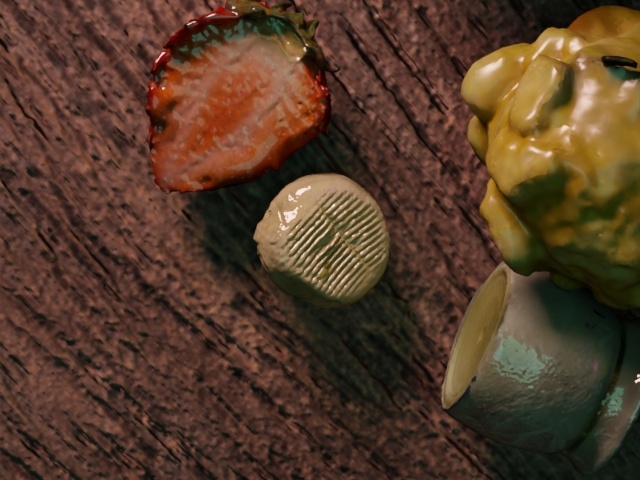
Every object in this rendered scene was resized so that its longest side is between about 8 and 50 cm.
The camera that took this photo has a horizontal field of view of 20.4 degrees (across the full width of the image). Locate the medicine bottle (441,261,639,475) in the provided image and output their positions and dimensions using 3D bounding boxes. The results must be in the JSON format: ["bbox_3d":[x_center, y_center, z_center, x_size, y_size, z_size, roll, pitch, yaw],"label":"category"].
[{"bbox_3d":[0.188,0.104,1.458,0.143,0.147,0.147,23,97,-7],"label":"medicine bottle"}]

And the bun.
[{"bbox_3d":[0.000,0.000,1.476,0.115,0.069,0.115,-4,99,-23],"label":"bun"}]

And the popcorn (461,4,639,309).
[{"bbox_3d":[0.246,-0.069,1.398,0.286,0.215,0.252,-9,62,-35],"label":"popcorn"}]

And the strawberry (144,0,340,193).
[{"bbox_3d":[-0.068,-0.113,1.452,0.146,0.082,0.187,40,101,-2],"label":"strawberry"}]
